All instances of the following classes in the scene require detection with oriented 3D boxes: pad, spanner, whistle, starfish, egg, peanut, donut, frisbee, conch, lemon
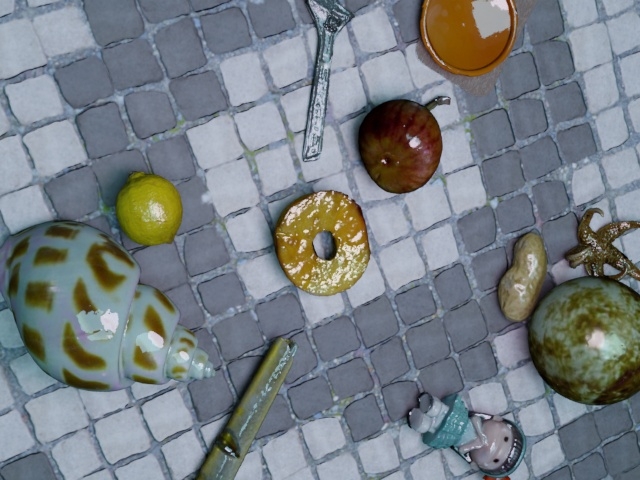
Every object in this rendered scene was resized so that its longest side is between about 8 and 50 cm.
[{"bbox_3d":[0.294,-0.413,1.597,0.176,0.002,0.266,27,90,-20],"label":"pad"},{"bbox_3d":[0.001,-0.297,1.510,0.093,0.026,0.325,5,98,-17],"label":"spanner"},{"bbox_3d":[-0.131,0.318,1.548,0.326,0.057,0.068,-61,154,-1],"label":"whistle"},{"bbox_3d":[0.575,0.017,1.714,0.190,0.074,0.146,28,91,-19],"label":"starfish"},{"bbox_3d":[0.516,0.192,1.631,0.238,0.238,0.289,-57,143,-2],"label":"egg"},{"bbox_3d":[0.386,0.070,1.665,0.080,0.080,0.174,16,89,-19],"label":"peanut"},{"bbox_3d":[-0.001,0.001,1.532,0.174,0.074,0.190,-36,111,-11],"label":"donut"},{"bbox_3d":[0.265,-0.392,1.569,0.192,0.035,0.192,-3,98,-18],"label":"frisbee"},{"bbox_3d":[-0.342,0.115,1.381,0.368,0.197,0.249,32,68,-25],"label":"conch"},{"bbox_3d":[-0.278,-0.052,1.416,0.109,0.109,0.133,-26,97,-12],"label":"lemon"}]

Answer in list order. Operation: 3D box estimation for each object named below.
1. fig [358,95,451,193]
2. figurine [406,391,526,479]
[{"bbox_3d":[0.140,-0.185,1.518,0.149,0.148,0.202,40,42,-47],"label":"fig"},{"bbox_3d":[0.279,0.377,1.664,0.245,0.110,0.138,28,99,-16],"label":"figurine"}]
